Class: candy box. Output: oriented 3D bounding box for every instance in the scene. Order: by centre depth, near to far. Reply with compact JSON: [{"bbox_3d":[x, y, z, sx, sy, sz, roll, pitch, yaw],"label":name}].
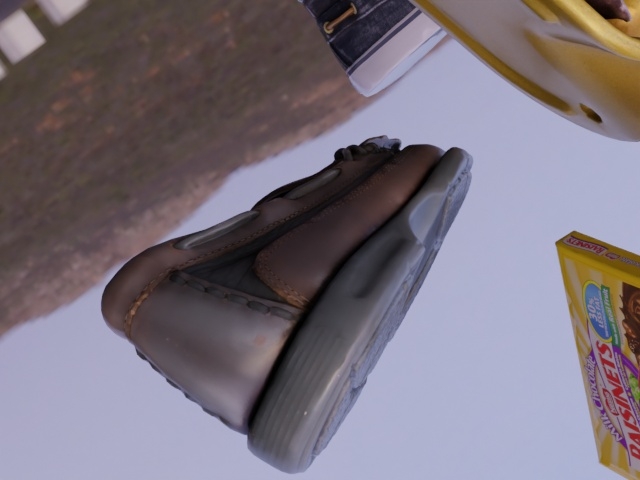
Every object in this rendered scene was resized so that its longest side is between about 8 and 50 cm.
[{"bbox_3d":[0.229,0.097,0.982,0.027,0.206,0.105,-28,-151,-21],"label":"candy box"}]

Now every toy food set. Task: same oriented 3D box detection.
[{"bbox_3d":[0.060,-0.130,0.512,0.071,0.218,0.128,-52,-169,-4],"label":"toy food set"}]

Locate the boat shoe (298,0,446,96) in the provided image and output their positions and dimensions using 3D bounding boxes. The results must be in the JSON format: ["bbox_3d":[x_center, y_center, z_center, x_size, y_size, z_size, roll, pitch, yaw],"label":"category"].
[{"bbox_3d":[0.060,-0.161,0.732,0.183,0.083,0.065,-39,178,33],"label":"boat shoe"}]

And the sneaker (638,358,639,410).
[{"bbox_3d":[0.174,0.042,0.503,0.087,0.221,0.128,7,-143,22],"label":"sneaker"}]

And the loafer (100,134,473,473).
[{"bbox_3d":[0.000,0.000,0.521,0.096,0.084,0.267,-65,174,16],"label":"loafer"}]
